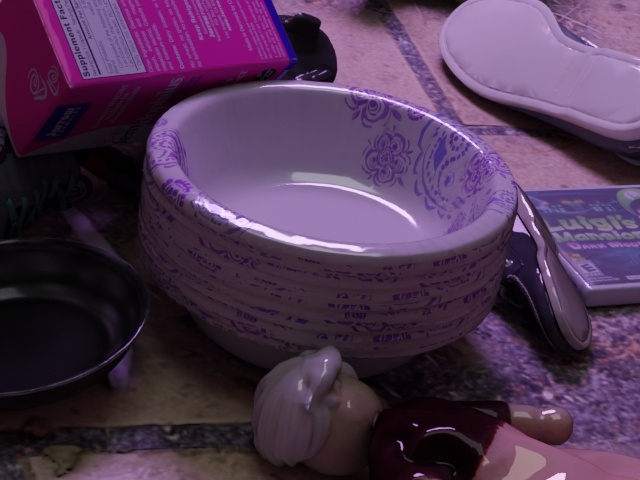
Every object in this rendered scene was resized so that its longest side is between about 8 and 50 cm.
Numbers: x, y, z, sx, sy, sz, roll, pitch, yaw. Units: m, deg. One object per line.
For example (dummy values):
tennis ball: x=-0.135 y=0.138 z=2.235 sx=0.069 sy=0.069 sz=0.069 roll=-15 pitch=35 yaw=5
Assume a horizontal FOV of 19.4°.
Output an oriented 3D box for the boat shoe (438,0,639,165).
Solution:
boat shoe: x=0.242 y=-0.156 z=1.882 sx=0.319 sy=0.116 sz=0.099 roll=31 pitch=-9 yaw=45

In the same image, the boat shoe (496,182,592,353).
boat shoe: x=0.169 y=0.033 z=1.542 sx=0.065 sy=0.075 sz=0.206 roll=-32 pitch=35 yaw=13

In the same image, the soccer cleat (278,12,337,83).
soccer cleat: x=-0.146 y=-0.143 z=1.669 sx=0.331 sy=0.143 sz=0.116 roll=1 pitch=70 yaw=-27

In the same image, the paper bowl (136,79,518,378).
paper bowl: x=0.000 y=0.000 z=1.430 sx=0.284 sy=0.148 sz=0.284 roll=9 pitch=29 yaw=-5

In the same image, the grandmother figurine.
grandmother figurine: x=0.109 y=0.157 z=1.247 sx=0.342 sy=0.104 sz=0.208 roll=17 pitch=9 yaw=19

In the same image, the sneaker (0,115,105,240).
sneaker: x=-0.234 y=-0.042 z=1.486 sx=0.098 sy=0.083 sz=0.224 roll=19 pitch=40 yaw=-3

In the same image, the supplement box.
supplement box: x=-0.148 y=-0.151 z=1.499 sx=0.220 sy=0.111 sz=0.114 roll=-10 pitch=68 yaw=-36

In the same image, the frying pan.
frying pan: x=-0.275 y=0.078 z=1.302 sx=0.326 sy=0.053 sz=0.197 roll=-18 pitch=35 yaw=-23

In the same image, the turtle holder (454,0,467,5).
turtle holder: x=0.124 y=-0.413 z=2.122 sx=0.320 sy=0.227 sz=0.243 roll=-15 pitch=41 yaw=-26

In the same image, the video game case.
video game case: x=0.276 y=0.000 z=1.652 sx=0.190 sy=0.022 sz=0.173 roll=-3 pitch=31 yaw=-23

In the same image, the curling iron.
curling iron: x=-0.186 y=-0.054 z=1.590 sx=0.274 sy=0.035 sz=0.068 roll=24 pitch=52 yaw=14
